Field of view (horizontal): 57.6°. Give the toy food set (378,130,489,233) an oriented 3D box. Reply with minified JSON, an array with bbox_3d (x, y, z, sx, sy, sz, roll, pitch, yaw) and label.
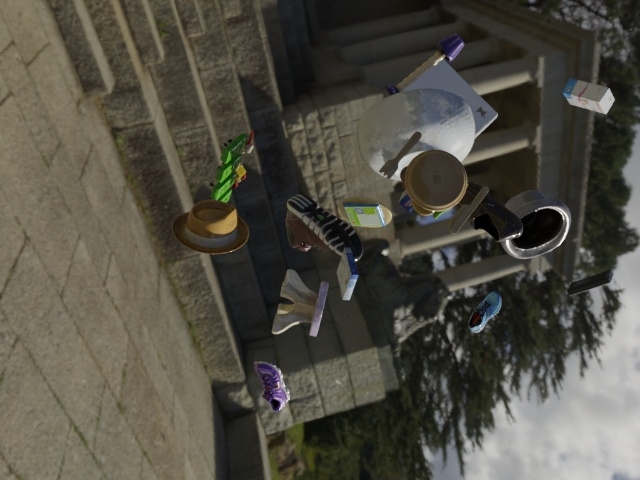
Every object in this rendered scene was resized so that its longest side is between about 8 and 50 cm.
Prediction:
[{"bbox_3d":[0.222,-0.114,1.147,0.192,0.132,0.038,41,-5,2],"label":"toy food set"}]

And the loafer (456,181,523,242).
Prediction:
[{"bbox_3d":[0.398,-0.073,1.450,0.220,0.078,0.080,42,-30,38],"label":"loafer"}]

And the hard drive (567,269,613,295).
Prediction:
[{"bbox_3d":[0.895,0.140,1.927,0.094,0.135,0.022,-26,88,-54],"label":"hard drive"}]

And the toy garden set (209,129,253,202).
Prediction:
[{"bbox_3d":[-0.262,-0.215,1.681,0.203,0.049,0.244,-57,173,-50],"label":"toy garden set"}]

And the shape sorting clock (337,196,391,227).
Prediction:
[{"bbox_3d":[0.166,-0.106,2.187,0.206,0.206,0.040,84,14,-62],"label":"shape sorting clock"}]

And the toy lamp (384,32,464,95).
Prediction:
[{"bbox_3d":[0.328,-0.547,1.840,0.080,0.275,0.080,51,11,-13],"label":"toy lamp"}]

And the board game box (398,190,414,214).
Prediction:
[{"bbox_3d":[0.343,-0.178,1.980,0.060,0.194,0.194,45,4,-2],"label":"board game box"}]

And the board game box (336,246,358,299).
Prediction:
[{"bbox_3d":[0.063,0.078,1.378,0.090,0.020,0.090,-102,-160,-44],"label":"board game box"}]

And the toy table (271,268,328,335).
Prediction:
[{"bbox_3d":[-0.070,0.233,2.078,0.274,0.161,0.252,104,0,-47],"label":"toy table"}]

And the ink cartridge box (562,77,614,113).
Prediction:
[{"bbox_3d":[0.805,-0.434,1.747,0.122,0.052,0.089,31,6,41],"label":"ink cartridge box"}]

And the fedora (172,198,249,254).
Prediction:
[{"bbox_3d":[-0.268,-0.047,1.446,0.194,0.194,0.079,-109,-151,-47],"label":"fedora"}]

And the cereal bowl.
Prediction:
[{"bbox_3d":[0.272,-0.266,1.643,0.339,0.339,0.141,84,3,-64],"label":"cereal bowl"}]

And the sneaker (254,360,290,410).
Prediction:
[{"bbox_3d":[-0.139,0.409,1.631,0.169,0.068,0.071,65,35,-23],"label":"sneaker"}]

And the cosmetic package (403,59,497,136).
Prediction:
[{"bbox_3d":[0.423,-0.445,2.320,0.327,0.329,0.393,47,-10,3],"label":"cosmetic package"}]

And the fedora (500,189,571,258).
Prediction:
[{"bbox_3d":[0.718,-0.072,1.995,0.275,0.244,0.124,50,20,-46],"label":"fedora"}]

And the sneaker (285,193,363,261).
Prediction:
[{"bbox_3d":[0.000,0.000,1.728,0.281,0.106,0.162,44,-42,22],"label":"sneaker"}]

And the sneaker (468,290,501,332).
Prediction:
[{"bbox_3d":[0.564,0.246,2.000,0.063,0.162,0.073,34,3,29],"label":"sneaker"}]
